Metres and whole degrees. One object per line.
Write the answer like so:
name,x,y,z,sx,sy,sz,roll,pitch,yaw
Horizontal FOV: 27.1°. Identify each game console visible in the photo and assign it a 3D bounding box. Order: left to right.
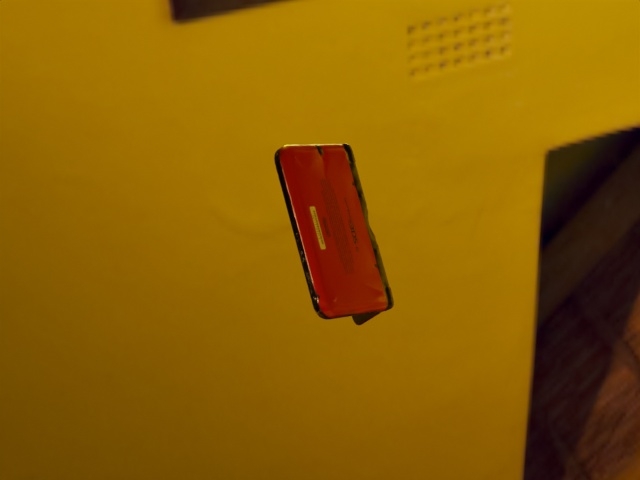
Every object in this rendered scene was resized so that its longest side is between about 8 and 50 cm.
game console,0.000,0.000,1.102,0.124,0.144,0.085,-6,166,-46
